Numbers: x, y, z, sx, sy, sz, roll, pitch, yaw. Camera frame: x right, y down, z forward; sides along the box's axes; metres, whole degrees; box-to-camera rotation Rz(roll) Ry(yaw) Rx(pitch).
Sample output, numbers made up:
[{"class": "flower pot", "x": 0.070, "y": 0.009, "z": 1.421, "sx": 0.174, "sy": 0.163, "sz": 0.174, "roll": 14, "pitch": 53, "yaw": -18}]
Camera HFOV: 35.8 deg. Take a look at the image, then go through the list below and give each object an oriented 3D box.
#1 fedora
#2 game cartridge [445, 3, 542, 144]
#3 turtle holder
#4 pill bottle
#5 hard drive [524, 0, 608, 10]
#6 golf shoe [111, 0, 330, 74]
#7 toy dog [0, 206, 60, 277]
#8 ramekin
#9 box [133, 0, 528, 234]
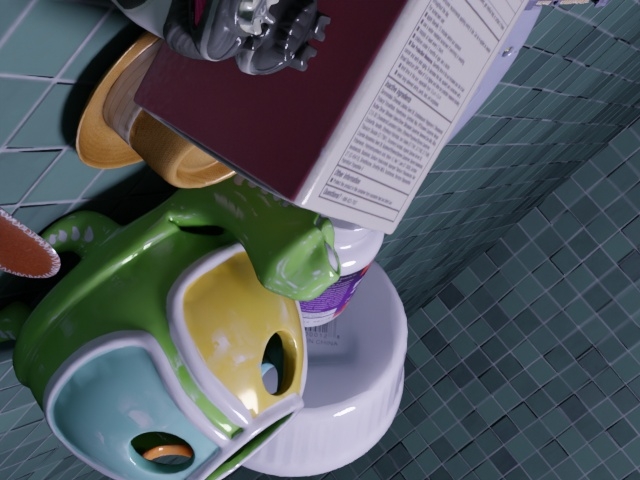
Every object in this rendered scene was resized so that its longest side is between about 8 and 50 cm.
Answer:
[{"class": "fedora", "x": -0.077, "y": -0.095, "z": 0.707, "sx": 0.194, "sy": 0.079, "sz": 0.194, "roll": -37, "pitch": 167, "yaw": -10}, {"class": "game cartridge", "x": 0.075, "y": -0.136, "z": 0.953, "sx": 0.196, "sy": 0.060, "sz": 0.294, "roll": -8, "pitch": 152, "yaw": -34}, {"class": "turtle holder", "x": -0.108, "y": 0.077, "z": 0.875, "sx": 0.320, "sy": 0.227, "sz": 0.243, "roll": -40, "pitch": 166, "yaw": 7}, {"class": "pill bottle", "x": 0.000, "y": 0.000, "z": 0.949, "sx": 0.108, "sy": 0.108, "sz": 0.193, "roll": -32, "pitch": 164, "yaw": -25}, {"class": "hard drive", "x": 0.236, "y": -0.314, "z": 0.744, "sx": 0.237, "sy": 0.064, "sz": 0.339, "roll": -11, "pitch": 152, "yaw": -35}, {"class": "golf shoe", "x": -0.016, "y": -0.215, "z": 0.453, "sx": 0.273, "sy": 0.120, "sz": 0.105, "roll": -62, "pitch": 155, "yaw": 0}, {"class": "toy dog", "x": -0.253, "y": 0.044, "z": 0.524, "sx": 0.220, "sy": 0.161, "sz": 0.333, "roll": -31, "pitch": 165, "yaw": -31}, {"class": "ramekin", "x": -0.030, "y": 0.120, "z": 1.152, "sx": 0.277, "sy": 0.277, "sz": 0.135, "roll": -33, "pitch": 156, "yaw": -23}, {"class": "box", "x": 0.025, "y": -0.137, "z": 0.570, "sx": 0.232, "sy": 0.127, "sz": 0.148, "roll": -60, "pitch": 157, "yaw": 7}]
